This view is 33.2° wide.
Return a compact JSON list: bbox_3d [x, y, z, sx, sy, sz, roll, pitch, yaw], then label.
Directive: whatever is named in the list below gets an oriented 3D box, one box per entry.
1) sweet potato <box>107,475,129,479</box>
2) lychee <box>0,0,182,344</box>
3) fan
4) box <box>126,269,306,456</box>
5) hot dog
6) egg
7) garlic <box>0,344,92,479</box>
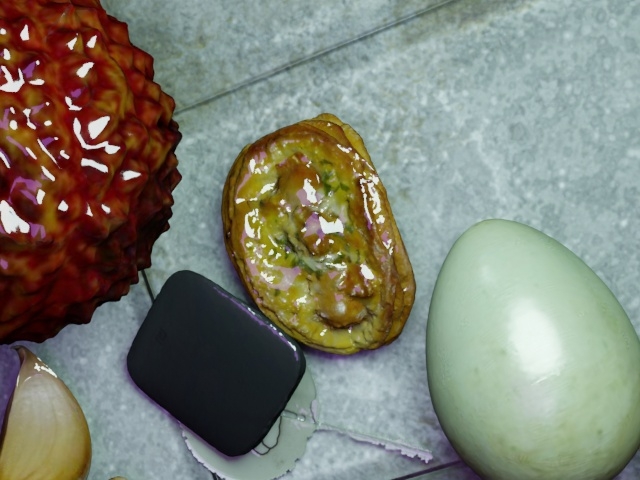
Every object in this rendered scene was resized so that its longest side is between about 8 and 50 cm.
[{"bbox_3d":[-0.288,0.455,1.309,0.106,0.095,0.354,7,95,9],"label":"sweet potato"},{"bbox_3d":[-0.369,-0.089,1.148,0.500,0.425,0.424,9,98,53],"label":"lychee"},{"bbox_3d":[-0.024,0.211,1.269,0.329,0.009,0.190,11,95,16],"label":"fan"},{"bbox_3d":[-0.124,0.142,1.241,0.201,0.042,0.212,37,126,12],"label":"box"},{"bbox_3d":[0.000,0.000,1.193,0.196,0.122,0.272,-20,87,21],"label":"hot dog"},{"bbox_3d":[0.213,0.118,1.097,0.218,0.218,0.295,-19,82,15],"label":"egg"},{"bbox_3d":[-0.348,0.248,1.302,0.115,0.128,0.206,-39,44,39],"label":"garlic"}]
